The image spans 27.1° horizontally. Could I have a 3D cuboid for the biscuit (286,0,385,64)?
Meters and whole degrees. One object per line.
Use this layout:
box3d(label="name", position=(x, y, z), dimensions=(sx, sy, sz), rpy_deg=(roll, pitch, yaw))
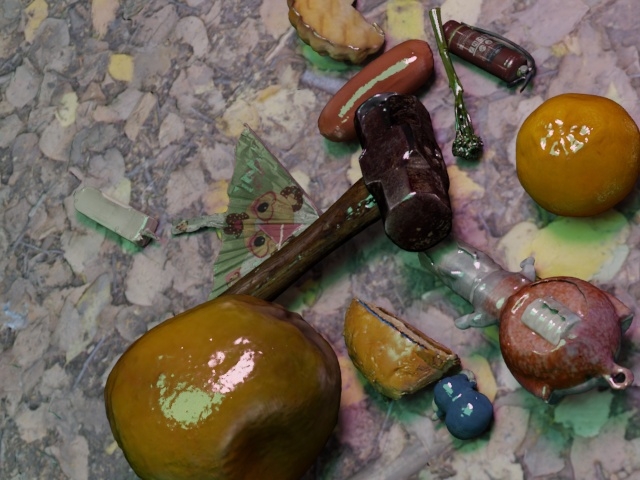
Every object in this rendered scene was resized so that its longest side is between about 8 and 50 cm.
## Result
box3d(label="biscuit", position=(0.009, -0.321, 1.916), dimensions=(0.118, 0.061, 0.183), rpy_deg=(-11, 57, -19))

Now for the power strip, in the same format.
box3d(label="power strip", position=(-0.307, -0.036, 2.014), dimensions=(0.191, 0.030, 0.047), rpy_deg=(27, 85, 35))

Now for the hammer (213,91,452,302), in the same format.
box3d(label="hammer", position=(0.000, 0.000, 1.770), dimensions=(0.409, 0.095, 0.242), rpy_deg=(-40, 35, 21))

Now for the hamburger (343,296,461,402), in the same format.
box3d(label="hamburger", position=(0.085, 0.147, 1.677), dimensions=(0.176, 0.087, 0.102), rpy_deg=(31, 87, 33))

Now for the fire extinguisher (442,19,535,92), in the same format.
box3d(label="fire extinguisher", position=(0.227, -0.248, 1.774), dimensions=(0.064, 0.043, 0.158), rpy_deg=(-43, 53, -17))

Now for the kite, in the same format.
box3d(label="kite", position=(-0.103, -0.022, 1.900), dimensions=(0.268, 0.013, 0.322), rpy_deg=(1, 71, 30))

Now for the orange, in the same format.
box3d(label="orange", position=(0.310, -0.107, 1.614), dimensions=(0.159, 0.136, 0.159), rpy_deg=(-9, 69, 25))

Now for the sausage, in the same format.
box3d(label="sausage", position=(0.075, -0.205, 1.829), dimensions=(0.194, 0.077, 0.077), rpy_deg=(-39, 56, 13))

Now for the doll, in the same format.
box3d(label="doll", position=(0.171, 0.206, 1.628), dimensions=(0.076, 0.050, 0.083), rpy_deg=(-46, 57, 12))

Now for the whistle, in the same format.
box3d(label="whistle", position=(0.244, 0.083, 1.590), dimensions=(0.346, 0.134, 0.142), rpy_deg=(38, 102, 43))

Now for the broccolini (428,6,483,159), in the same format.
box3d(label="broccolini", position=(0.177, -0.211, 1.763), dimensions=(0.044, 0.042, 0.218), rpy_deg=(-16, 78, 27))

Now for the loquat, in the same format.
box3d(label="loquat", position=(-0.123, 0.196, 1.669), dimensions=(0.284, 0.276, 0.276), rpy_deg=(-49, 55, 2))
